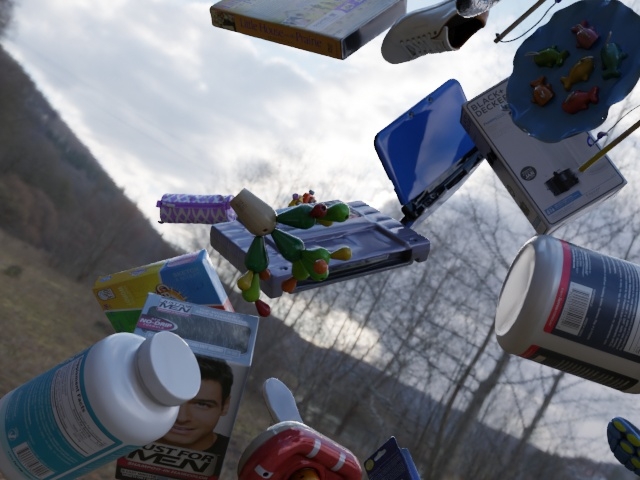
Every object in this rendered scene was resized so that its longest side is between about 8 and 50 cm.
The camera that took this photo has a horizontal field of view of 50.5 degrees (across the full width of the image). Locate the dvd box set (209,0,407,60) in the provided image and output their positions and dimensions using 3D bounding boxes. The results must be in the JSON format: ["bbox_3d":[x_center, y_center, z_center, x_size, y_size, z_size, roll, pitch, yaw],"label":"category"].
[{"bbox_3d":[-0.032,-0.596,1.761,0.421,0.307,0.062,22,-43,27],"label":"dvd box set"}]

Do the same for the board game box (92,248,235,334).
[{"bbox_3d":[-0.419,0.173,1.848,0.064,0.317,0.242,-90,162,-60],"label":"board game box"}]

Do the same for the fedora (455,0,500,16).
[{"bbox_3d":[0.301,-0.557,1.192,0.152,0.334,0.334,44,-7,13],"label":"fedora"}]

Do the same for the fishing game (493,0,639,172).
[{"bbox_3d":[0.298,-0.211,0.823,0.041,0.264,0.189,20,-47,-39],"label":"fishing game"}]

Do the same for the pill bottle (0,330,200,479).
[{"bbox_3d":[-0.285,0.213,0.876,0.146,0.264,0.146,52,21,-28],"label":"pill bottle"}]

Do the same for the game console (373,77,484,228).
[{"bbox_3d":[0.213,-0.159,1.449,0.173,0.293,0.250,46,-31,8],"label":"game console"}]

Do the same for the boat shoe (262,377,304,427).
[{"bbox_3d":[-0.102,0.508,1.871,0.084,0.258,0.095,-35,-13,37],"label":"boat shoe"}]

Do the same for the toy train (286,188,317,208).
[{"bbox_3d":[-0.060,-0.070,1.899,0.046,0.166,0.125,28,-2,21],"label":"toy train"}]

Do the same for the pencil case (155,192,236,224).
[{"bbox_3d":[-0.321,-0.085,1.768,0.206,0.086,0.088,0,-21,8],"label":"pencil case"}]

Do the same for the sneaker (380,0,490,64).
[{"bbox_3d":[0.253,-0.473,1.564,0.290,0.123,0.106,-23,-47,38],"label":"sneaker"}]

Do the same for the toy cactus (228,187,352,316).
[{"bbox_3d":[-0.064,0.003,0.993,0.180,0.219,0.112,45,29,-6],"label":"toy cactus"}]

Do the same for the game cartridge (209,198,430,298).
[{"bbox_3d":[0.000,0.000,1.262,0.355,0.068,0.230,-12,35,-34],"label":"game cartridge"}]

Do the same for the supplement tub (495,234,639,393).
[{"bbox_3d":[0.421,0.117,1.024,0.272,0.191,0.191,19,-11,1],"label":"supplement tub"}]

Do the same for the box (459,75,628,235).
[{"bbox_3d":[0.407,-0.169,1.270,0.289,0.169,0.087,61,3,16],"label":"box"}]

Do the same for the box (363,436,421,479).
[{"bbox_3d":[0.190,0.610,1.657,0.037,0.136,0.225,16,36,-37],"label":"box"}]

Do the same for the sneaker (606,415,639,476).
[{"bbox_3d":[0.574,0.369,1.166,0.188,0.078,0.067,37,-48,7],"label":"sneaker"}]

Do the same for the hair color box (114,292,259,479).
[{"bbox_3d":[-0.235,0.276,1.158,0.186,0.113,0.374,13,-54,-6],"label":"hair color box"}]

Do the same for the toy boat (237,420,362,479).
[{"bbox_3d":[-0.024,0.404,1.103,0.231,0.151,0.151,37,5,-30],"label":"toy boat"}]
